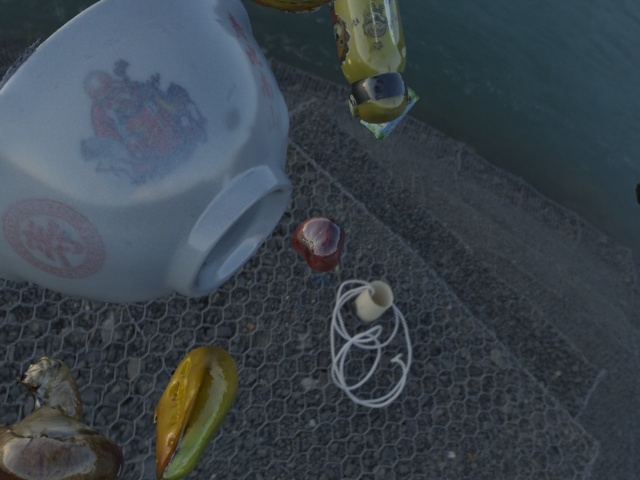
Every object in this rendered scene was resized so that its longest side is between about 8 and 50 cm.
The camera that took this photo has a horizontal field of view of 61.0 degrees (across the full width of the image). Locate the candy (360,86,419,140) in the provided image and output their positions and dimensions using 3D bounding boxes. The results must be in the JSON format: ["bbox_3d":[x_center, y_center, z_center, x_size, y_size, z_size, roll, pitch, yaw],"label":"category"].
[{"bbox_3d":[0.236,-0.445,1.855,0.097,0.194,0.062,46,16,22],"label":"candy"}]

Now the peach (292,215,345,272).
[{"bbox_3d":[0.000,0.000,1.499,0.152,0.152,0.152,13,54,-18],"label":"peach"}]

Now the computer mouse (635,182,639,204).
[{"bbox_3d":[0.683,-0.075,1.020,0.217,0.122,0.073,29,78,-27],"label":"computer mouse"}]

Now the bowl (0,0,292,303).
[{"bbox_3d":[-0.129,-0.049,0.515,0.157,0.345,0.345,39,50,8],"label":"bowl"}]

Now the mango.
[{"bbox_3d":[-0.127,0.171,0.559,0.066,0.101,0.187,39,13,-13],"label":"mango"}]

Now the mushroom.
[{"bbox_3d":[-0.490,0.385,1.017,0.267,0.267,0.254,28,87,-6],"label":"mushroom"}]

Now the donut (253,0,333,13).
[{"bbox_3d":[-0.030,-0.412,0.619,0.278,0.277,0.108,13,17,-18],"label":"donut"}]

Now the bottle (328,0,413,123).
[{"bbox_3d":[0.126,-0.465,1.337,0.172,0.172,0.351,-15,97,-33],"label":"bottle"}]
